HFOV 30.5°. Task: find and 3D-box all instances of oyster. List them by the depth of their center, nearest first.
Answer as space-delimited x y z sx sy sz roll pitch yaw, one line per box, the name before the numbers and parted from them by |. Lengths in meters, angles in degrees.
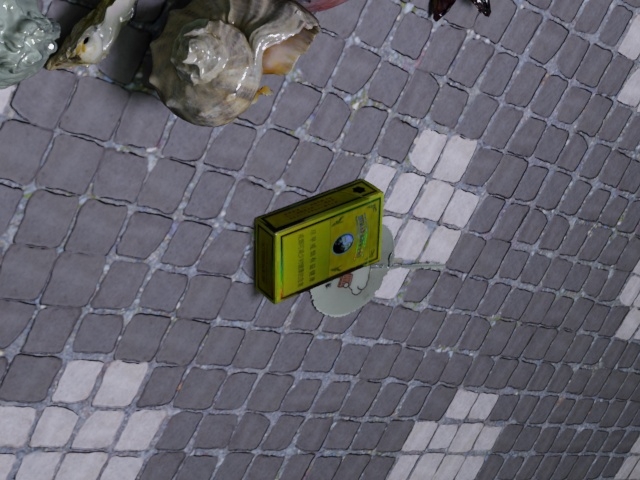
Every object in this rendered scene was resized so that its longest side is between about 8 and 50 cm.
oyster | -0.268 -0.268 1.462 0.122 0.045 0.146 -27 156 -47

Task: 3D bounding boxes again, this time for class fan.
fan | 0.107 0.047 2.083 0.329 0.009 0.190 -2 117 -40

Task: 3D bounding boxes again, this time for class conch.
conch | -0.124 -0.254 1.540 0.210 0.159 0.291 -50 180 10

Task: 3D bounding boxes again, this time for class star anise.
star anise | 0.221 -0.410 1.824 0.212 0.053 0.157 -32 135 -25

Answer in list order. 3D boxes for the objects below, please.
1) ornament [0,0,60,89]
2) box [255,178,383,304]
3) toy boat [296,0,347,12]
ornament | -0.391 -0.286 1.283 0.130 0.120 0.285 -39 137 -12
box | 0.000 0.000 1.907 0.220 0.064 0.140 -22 130 -32
toy boat | 0.068 -0.390 1.650 0.206 0.096 0.282 -35 174 42
